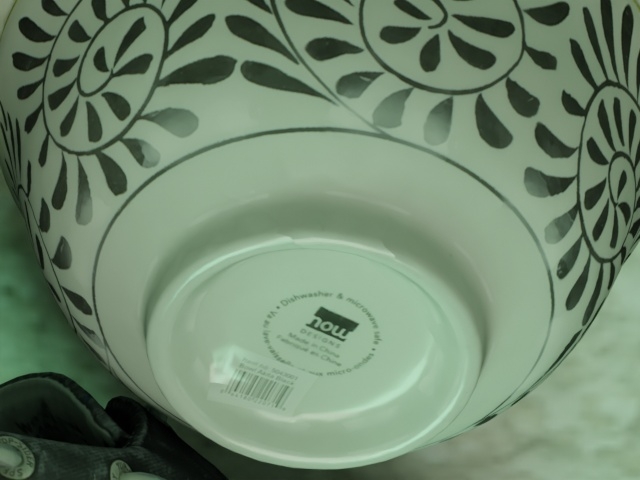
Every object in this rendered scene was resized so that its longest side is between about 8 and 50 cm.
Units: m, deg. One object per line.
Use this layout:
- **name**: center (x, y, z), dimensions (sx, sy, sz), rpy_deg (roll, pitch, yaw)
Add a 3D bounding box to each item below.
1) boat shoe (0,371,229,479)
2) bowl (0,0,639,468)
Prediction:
- **boat shoe**: center (-0.061, 0.084, 0.488), dimensions (0.108, 0.102, 0.301), rpy_deg (-23, 159, 31)
- **bowl**: center (0.000, 0.000, 0.452), dimensions (0.170, 0.080, 0.170), rpy_deg (2, 131, 3)
